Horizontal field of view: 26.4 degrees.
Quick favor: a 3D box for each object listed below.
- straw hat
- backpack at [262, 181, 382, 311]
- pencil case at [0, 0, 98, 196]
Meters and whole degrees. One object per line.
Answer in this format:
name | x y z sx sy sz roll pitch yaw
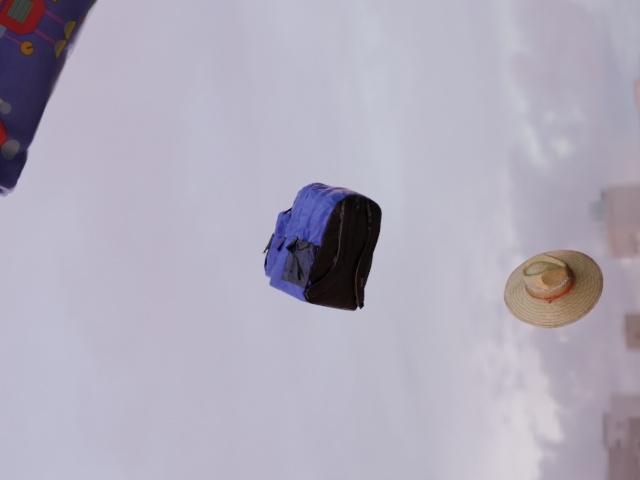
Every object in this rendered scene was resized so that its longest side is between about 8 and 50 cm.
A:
straw hat | 0.316 0.051 1.903 0.061 0.144 0.144 57 -145 -45
backpack | 0.000 0.000 1.406 0.098 0.101 0.120 11 -80 -54
pencil case | -0.257 -0.180 1.147 0.133 0.119 0.306 148 146 -76
